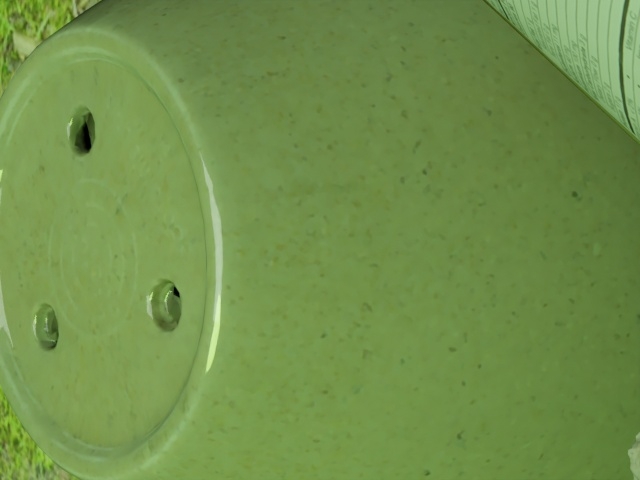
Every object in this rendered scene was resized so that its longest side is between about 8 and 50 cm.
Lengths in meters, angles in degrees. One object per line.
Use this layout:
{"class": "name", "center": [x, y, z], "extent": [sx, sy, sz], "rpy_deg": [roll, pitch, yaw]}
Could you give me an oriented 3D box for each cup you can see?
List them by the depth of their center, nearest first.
{"class": "cup", "center": [0.000, 0.000, 0.634], "extent": [0.331, 0.237, 0.331], "rpy_deg": [4, 95, 49]}

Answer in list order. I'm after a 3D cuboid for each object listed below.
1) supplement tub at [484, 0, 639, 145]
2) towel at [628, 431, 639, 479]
{"class": "supplement tub", "center": [0.161, -0.119, 0.438], "extent": [0.316, 0.228, 0.228], "rpy_deg": [50, 127, 32]}
{"class": "towel", "center": [0.226, 0.155, 0.320], "extent": [0.317, 0.053, 0.332], "rpy_deg": [49, 168, 0]}
